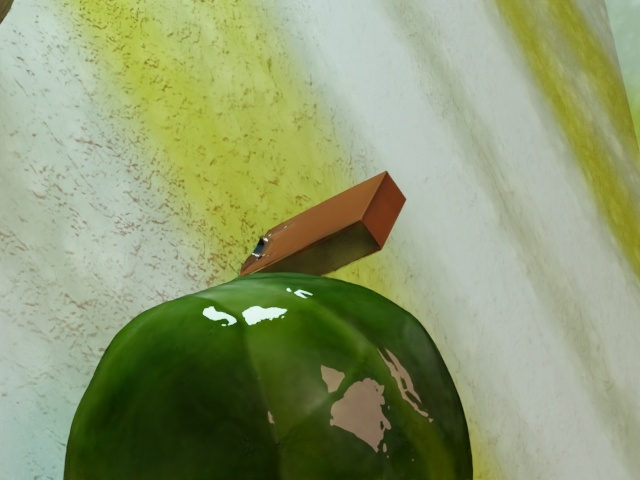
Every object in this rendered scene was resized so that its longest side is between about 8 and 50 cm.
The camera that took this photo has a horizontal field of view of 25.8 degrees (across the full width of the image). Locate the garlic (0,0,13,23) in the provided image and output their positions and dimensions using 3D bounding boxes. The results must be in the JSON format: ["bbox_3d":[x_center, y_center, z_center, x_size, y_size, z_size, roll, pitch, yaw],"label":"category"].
[{"bbox_3d":[-0.373,-0.278,1.375,0.164,0.145,0.244,-5,69,-25],"label":"garlic"}]

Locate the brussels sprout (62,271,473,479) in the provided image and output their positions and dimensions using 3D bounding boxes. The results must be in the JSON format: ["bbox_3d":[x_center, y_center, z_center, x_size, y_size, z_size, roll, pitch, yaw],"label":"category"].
[{"bbox_3d":[-0.058,0.182,1.230,0.314,0.371,0.276,64,24,-12],"label":"brussels sprout"}]

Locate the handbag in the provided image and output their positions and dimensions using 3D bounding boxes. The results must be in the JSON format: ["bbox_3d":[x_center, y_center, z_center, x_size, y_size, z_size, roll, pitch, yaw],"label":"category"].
[{"bbox_3d":[0.000,0.000,1.647,0.062,0.190,0.127,55,30,-17],"label":"handbag"}]
